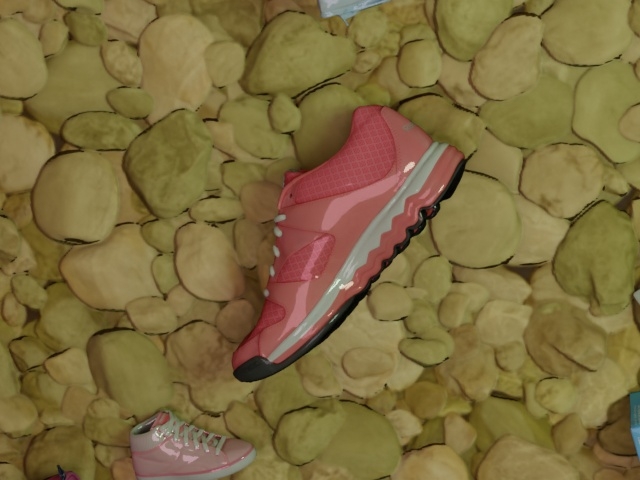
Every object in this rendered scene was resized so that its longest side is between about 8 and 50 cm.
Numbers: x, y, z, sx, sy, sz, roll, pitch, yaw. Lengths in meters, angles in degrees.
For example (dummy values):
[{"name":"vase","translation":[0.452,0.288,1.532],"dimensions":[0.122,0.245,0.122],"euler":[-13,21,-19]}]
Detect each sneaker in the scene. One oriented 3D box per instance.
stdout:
[{"name":"sneaker","translation":[0.000,0.000,1.735],"dimensions":[0.136,0.116,0.314],"euler":[42,102,6]},{"name":"sneaker","translation":[-0.136,0.209,1.837],"dimensions":[0.134,0.051,0.070],"euler":[-9,111,16]}]

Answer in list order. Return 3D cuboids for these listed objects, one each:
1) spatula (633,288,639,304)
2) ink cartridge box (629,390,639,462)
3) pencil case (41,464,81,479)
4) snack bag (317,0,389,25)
[{"name":"spatula","translation":[0.432,0.054,1.666],"dimensions":[0.242,0.019,0.168],"euler":[-33,56,14]},{"name":"ink cartridge box","translation":[0.380,0.189,1.724],"dimensions":[0.143,0.090,0.092],"euler":[-15,104,14]},{"name":"pencil case","translation":[-0.344,0.303,1.878],"dimensions":[0.209,0.098,0.095],"euler":[-17,104,15]},{"name":"snack bag","translation":[0.110,-0.386,1.529],"dimensions":[0.323,0.037,0.342],"euler":[-15,110,6]}]
